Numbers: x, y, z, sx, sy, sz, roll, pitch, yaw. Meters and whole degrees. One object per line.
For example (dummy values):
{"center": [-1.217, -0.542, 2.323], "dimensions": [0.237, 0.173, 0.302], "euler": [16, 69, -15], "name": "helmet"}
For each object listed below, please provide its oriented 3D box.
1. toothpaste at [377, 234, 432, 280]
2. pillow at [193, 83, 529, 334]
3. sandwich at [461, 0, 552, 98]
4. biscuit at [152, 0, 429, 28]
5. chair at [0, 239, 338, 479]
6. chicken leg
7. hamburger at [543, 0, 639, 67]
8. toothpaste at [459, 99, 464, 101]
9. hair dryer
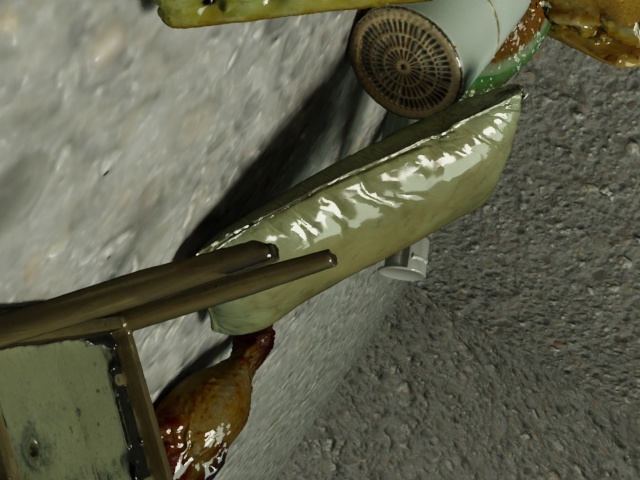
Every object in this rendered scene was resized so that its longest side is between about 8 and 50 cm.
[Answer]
{"center": [0.111, -0.087, 0.971], "dimensions": [0.096, 0.061, 0.266], "euler": [85, 11, -75], "name": "toothpaste"}
{"center": [0.035, -0.018, 0.672], "dimensions": [0.302, 0.075, 0.185], "euler": [-28, 160, -10], "name": "pillow"}
{"center": [0.189, -0.239, 0.896], "dimensions": [0.235, 0.079, 0.159], "euler": [-21, 137, -41], "name": "sandwich"}
{"center": [-0.007, -0.145, 0.260], "dimensions": [0.231, 0.139, 0.016], "euler": [94, -13, -69], "name": "biscuit"}
{"center": [-0.113, 0.109, 0.399], "dimensions": [0.272, 0.166, 0.188], "euler": [-17, 175, 8], "name": "chair"}
{"center": [-0.137, 0.206, 0.788], "dimensions": [0.323, 0.083, 0.177], "euler": [-55, 178, -12], "name": "chicken leg"}
{"center": [0.424, -0.398, 1.118], "dimensions": [0.319, 0.318, 0.158], "euler": [-60, 168, 4], "name": "hamburger"}
{"center": [0.228, -0.325, 1.021], "dimensions": [0.081, 0.067, 0.337], "euler": [-52, 168, -39], "name": "toothpaste"}
{"center": [0.092, -0.118, 0.804], "dimensions": [0.173, 0.107, 0.357], "euler": [-49, 164, -35], "name": "hair dryer"}
